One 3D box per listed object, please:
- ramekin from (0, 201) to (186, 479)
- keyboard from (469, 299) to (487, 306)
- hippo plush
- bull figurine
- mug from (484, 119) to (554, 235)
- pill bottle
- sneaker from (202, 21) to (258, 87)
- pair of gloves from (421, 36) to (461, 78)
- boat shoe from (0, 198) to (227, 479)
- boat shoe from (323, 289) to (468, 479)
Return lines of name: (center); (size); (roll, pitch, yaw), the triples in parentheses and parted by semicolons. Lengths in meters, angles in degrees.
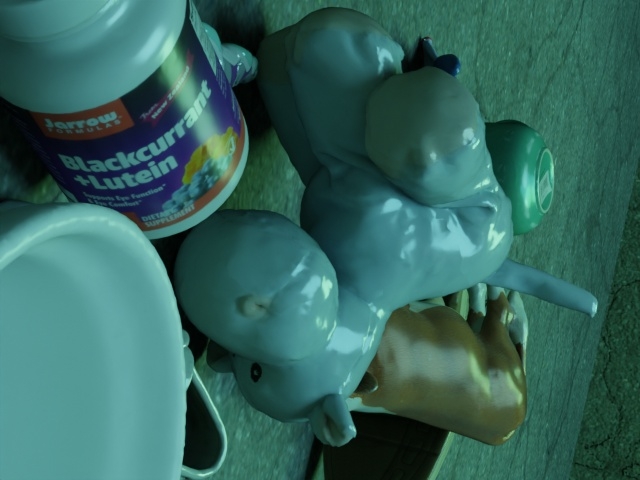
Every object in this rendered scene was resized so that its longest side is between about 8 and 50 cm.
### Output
ramekin: (-0.172, 0.111, 0.616); (0.277, 0.135, 0.277); (11, 90, -72)
keyboard: (0.173, 0.063, 1.789); (0.201, 0.033, 0.317); (82, 26, -43)
hippo plush: (0.000, 0.000, 1.055); (0.236, 0.234, 0.294); (-45, 137, -7)
bull figurine: (0.067, 0.076, 1.250); (0.310, 0.101, 0.188); (24, 64, -42)
mug: (0.214, -0.082, 1.701); (0.129, 0.097, 0.158); (40, 56, -62)
pill bottle: (-0.109, -0.090, 0.742); (0.193, 0.108, 0.108); (66, 38, -59)
sneaker: (-0.076, -0.098, 0.956); (0.098, 0.038, 0.069); (23, 79, -62)
pair of gloves: (0.133, -0.108, 1.468); (0.159, 0.023, 0.198); (-110, -172, -48)
boat shoe: (-0.116, 0.069, 0.835); (0.267, 0.088, 0.096); (74, 32, -54)
boat shoe: (0.090, 0.123, 1.424); (0.110, 0.121, 0.341); (67, 36, -60)
